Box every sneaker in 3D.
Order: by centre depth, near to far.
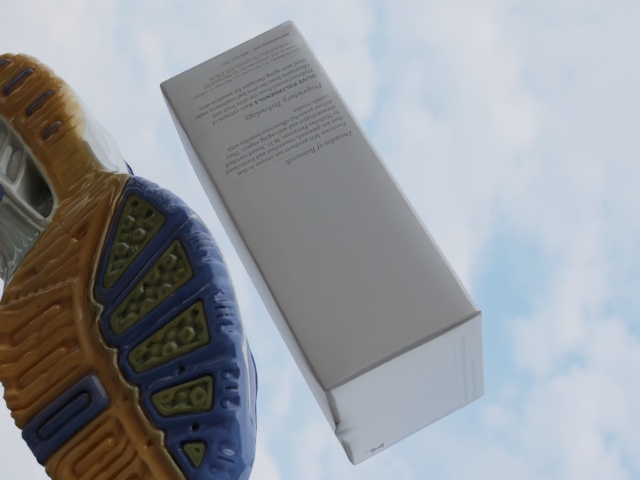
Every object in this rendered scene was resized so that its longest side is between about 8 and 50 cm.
[{"bbox_3d":[-0.094,0.027,0.564,0.296,0.112,0.131,56,-1,39],"label":"sneaker"}]

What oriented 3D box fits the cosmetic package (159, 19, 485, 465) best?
[{"bbox_3d":[0.000,0.000,1.097,0.365,0.155,0.197,59,-8,28],"label":"cosmetic package"}]
